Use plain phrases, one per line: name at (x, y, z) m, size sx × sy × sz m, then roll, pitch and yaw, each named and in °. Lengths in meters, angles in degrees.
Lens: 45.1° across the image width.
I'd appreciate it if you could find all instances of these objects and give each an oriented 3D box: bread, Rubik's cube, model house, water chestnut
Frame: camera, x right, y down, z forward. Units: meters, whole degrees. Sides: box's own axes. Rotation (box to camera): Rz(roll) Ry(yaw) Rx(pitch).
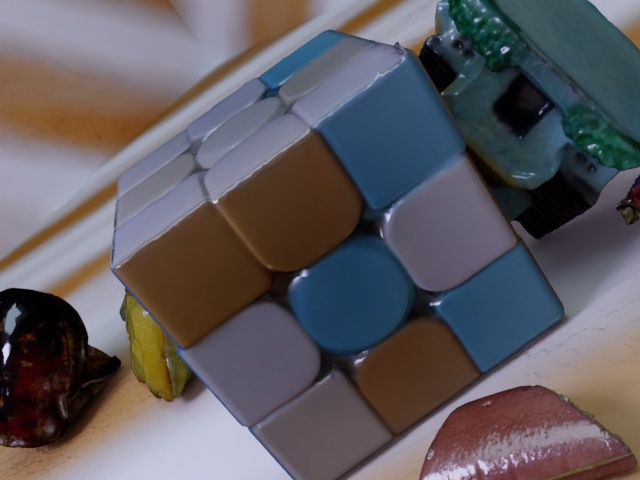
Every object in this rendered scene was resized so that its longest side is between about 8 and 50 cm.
bread at (0.166, 0.174, 0.671) m, size 0.192 × 0.067 × 0.119 m, roll -26°, pitch 25°, yaw 22°
Rubik's cube at (0.000, 0.000, 0.888) m, size 0.347 × 0.344 × 0.347 m, roll -34°, pitch 22°, yaw 2°
model house at (0.204, -0.142, 0.868) m, size 0.230 × 0.280 × 0.249 m, roll -37°, pitch -8°, yaw -49°
water chestnut at (-0.499, 0.214, 1.305) m, size 0.289 × 0.244 × 0.289 m, roll -26°, pitch 33°, yaw 18°
bread at (-0.247, 0.155, 1.197) m, size 0.088 × 0.160 × 0.233 m, roll -14°, pitch 11°, yaw -22°

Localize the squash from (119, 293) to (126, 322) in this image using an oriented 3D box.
squash at (-0.333, 0.080, 1.529) m, size 0.083 × 0.083 × 0.250 m, roll -23°, pitch 28°, yaw 28°

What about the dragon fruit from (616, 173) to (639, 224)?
dragon fruit at (0.417, -0.085, 0.743) m, size 0.224 × 0.148 × 0.218 m, roll -40°, pitch -17°, yaw -49°
